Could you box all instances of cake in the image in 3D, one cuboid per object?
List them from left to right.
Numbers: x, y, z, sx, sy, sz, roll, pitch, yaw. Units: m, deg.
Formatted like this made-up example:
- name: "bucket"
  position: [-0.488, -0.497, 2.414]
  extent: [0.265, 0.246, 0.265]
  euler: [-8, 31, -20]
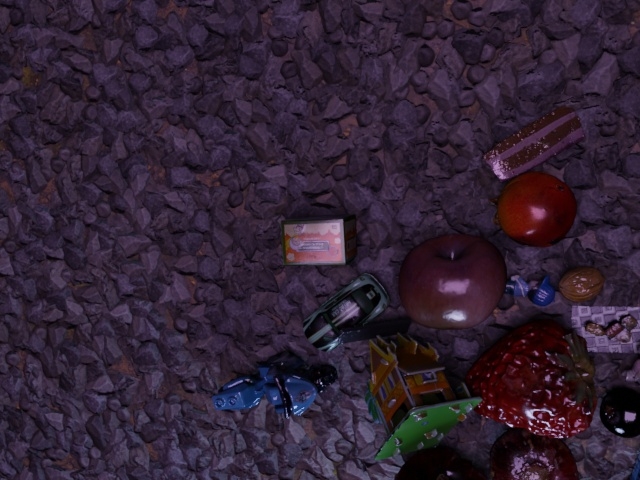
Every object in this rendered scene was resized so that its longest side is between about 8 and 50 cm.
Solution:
- name: "cake"
  position: [0.593, -0.267, 1.633]
  extent: [0.295, 0.113, 0.115]
  euler: [-29, 90, 3]

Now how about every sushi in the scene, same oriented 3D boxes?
- name: "sushi"
  position: [0.818, 0.257, 1.650]
  extent: [0.201, 0.031, 0.139]
  euler: [-2, 96, 15]

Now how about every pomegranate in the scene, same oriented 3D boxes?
- name: "pomegranate"
  position: [0.578, -0.083, 1.590]
  extent: [0.235, 0.210, 0.210]
  euler: [-3, 97, 49]

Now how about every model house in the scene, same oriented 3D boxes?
- name: "model house"
  position: [0.260, 0.443, 1.736]
  extent: [0.243, 0.312, 0.357]
  euler: [-3, 139, -19]

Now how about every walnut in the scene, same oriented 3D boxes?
- name: "walnut"
  position: [0.732, 0.120, 1.625]
  extent: [0.125, 0.105, 0.105]
  euler: [-17, 92, 1]

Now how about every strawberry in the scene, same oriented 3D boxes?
- name: "strawberry"
  position: [0.576, 0.402, 1.622]
  extent: [0.345, 0.295, 0.317]
  euler: [-31, 50, 41]

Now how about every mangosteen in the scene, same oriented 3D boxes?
- name: "mangosteen"
  position: [0.867, 0.482, 1.624]
  extent: [0.151, 0.137, 0.137]
  euler: [6, 100, -20]

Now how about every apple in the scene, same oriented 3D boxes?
- name: "apple"
  position: [0.373, 0.122, 1.630]
  extent: [0.306, 0.305, 0.235]
  euler: [-6, 118, 16]

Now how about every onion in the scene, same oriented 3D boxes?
- name: "onion"
  position: [0.357, 0.771, 1.704]
  extent: [0.314, 0.232, 0.313]
  euler: [-7, 60, 12]
- name: "onion"
  position: [0.609, 0.658, 1.674]
  extent: [0.247, 0.190, 0.246]
  euler: [-1, 78, 7]

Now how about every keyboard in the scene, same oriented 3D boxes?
- name: "keyboard"
  position: [0.163, 0.274, 1.764]
  extent: [0.231, 0.023, 0.072]
  euler: [-7, 137, -16]

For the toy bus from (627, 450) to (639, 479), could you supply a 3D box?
- name: "toy bus"
  position: [0.940, 0.653, 1.612]
  extent: [0.106, 0.131, 0.297]
  euler: [14, 100, 12]

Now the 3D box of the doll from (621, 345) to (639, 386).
- name: "doll"
  position: [0.939, 0.347, 1.596]
  extent: [0.149, 0.095, 0.192]
  euler: [24, 101, 5]

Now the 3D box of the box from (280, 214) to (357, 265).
- name: "box"
  position: [0.000, 0.000, 1.763]
  extent: [0.195, 0.177, 0.148]
  euler: [-1, 97, 15]

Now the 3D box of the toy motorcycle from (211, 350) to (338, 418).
- name: "toy motorcycle"
  position: [-0.154, 0.468, 1.832]
  extent: [0.416, 0.232, 0.172]
  euler: [-11, 96, 16]

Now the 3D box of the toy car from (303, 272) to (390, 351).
- name: "toy car"
  position: [0.069, 0.234, 1.802]
  extent: [0.306, 0.125, 0.136]
  euler: [-39, 86, 14]

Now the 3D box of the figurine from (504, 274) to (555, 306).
- name: "figurine"
  position: [0.600, 0.139, 1.675]
  extent: [0.149, 0.087, 0.086]
  euler: [6, 135, 15]
